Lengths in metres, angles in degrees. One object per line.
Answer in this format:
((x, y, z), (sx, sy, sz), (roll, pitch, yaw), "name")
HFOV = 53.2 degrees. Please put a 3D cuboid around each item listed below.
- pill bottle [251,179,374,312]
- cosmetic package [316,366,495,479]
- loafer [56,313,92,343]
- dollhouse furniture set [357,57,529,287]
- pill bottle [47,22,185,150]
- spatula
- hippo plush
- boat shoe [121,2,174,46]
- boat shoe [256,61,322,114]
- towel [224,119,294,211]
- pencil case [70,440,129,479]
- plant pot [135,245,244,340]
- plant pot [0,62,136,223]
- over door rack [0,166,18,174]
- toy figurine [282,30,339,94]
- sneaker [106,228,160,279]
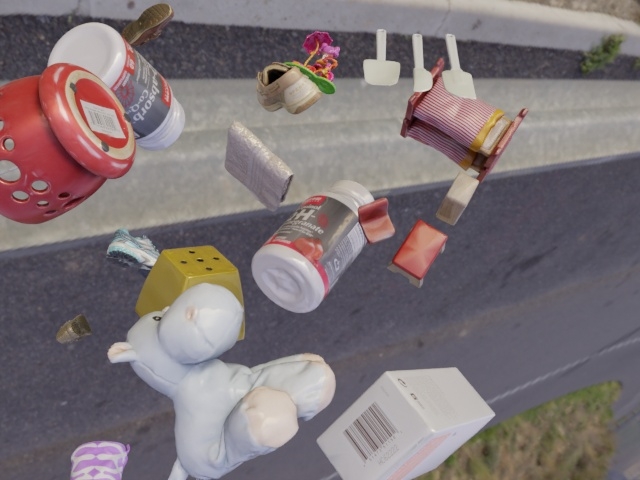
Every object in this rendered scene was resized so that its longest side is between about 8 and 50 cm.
((0.000, 0.000, 1.452), (0.318, 0.176, 0.176), (-50, 167, -40), "pill bottle")
((0.214, 0.428, 1.473), (0.230, 0.161, 0.453), (-48, 152, 15), "cosmetic package")
((-0.572, 0.207, 1.481), (0.050, 0.056, 0.148), (-26, 177, -5), "loafer")
((0.205, -0.127, 1.217), (0.374, 0.201, 0.152), (-56, 170, -15), "dollhouse furniture set")
((-0.515, -0.384, 1.675), (0.210, 0.210, 0.363), (-37, 159, 4), "pill bottle")
((0.153, -0.291, 1.019), (0.168, 0.242, 0.019), (4, 129, 2), "spatula")
((-0.142, 0.181, 0.881), (0.294, 0.236, 0.234), (-38, 173, 27), "hippo plush")
((-0.474, -0.600, 1.788), (0.178, 0.064, 0.060), (-24, 160, 25), "boat shoe")
((-0.100, -0.405, 1.633), (0.122, 0.341, 0.110), (-42, 116, -8), "boat shoe")
((-0.157, -0.169, 1.552), (0.049, 0.187, 0.282), (-47, 177, -16), "towel")
((-0.321, 0.396, 0.926), (0.088, 0.206, 0.086), (1, 139, -19), "pencil case")
((-0.313, 0.129, 1.589), (0.212, 0.212, 0.187), (-7, 120, -38), "plant pot")
((-0.368, -0.141, 0.882), (0.174, 0.191, 0.191), (-25, 156, 16), "plant pot")
((-0.793, -0.152, 1.455), (0.324, 0.108, 0.240), (-23, 168, 32), "over door rack")
((-0.005, -0.505, 1.776), (0.159, 0.173, 0.130), (-64, 162, -15), "toy figurine")
((-0.581, 0.047, 2.153), (0.110, 0.122, 0.283), (-19, 144, 28), "sneaker")
